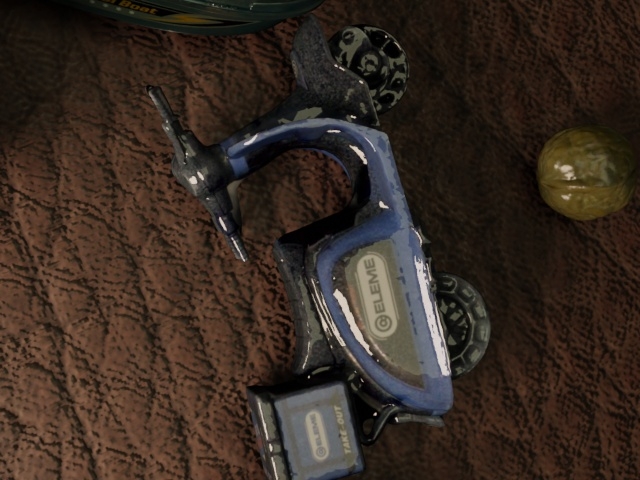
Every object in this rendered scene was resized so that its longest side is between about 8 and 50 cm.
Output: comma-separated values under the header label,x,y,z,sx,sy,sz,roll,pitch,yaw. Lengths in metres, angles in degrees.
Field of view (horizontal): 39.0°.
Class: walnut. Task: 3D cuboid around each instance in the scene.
label,x,y,z,sx,sy,sz,roll,pitch,yaw
walnut,0.234,-0.060,0.795,0.092,0.092,0.092,1,84,-13

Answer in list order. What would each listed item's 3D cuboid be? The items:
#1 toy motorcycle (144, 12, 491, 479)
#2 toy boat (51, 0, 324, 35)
label,x,y,z,sx,sy,sz,roll,pitch,yaw
toy motorcycle,0.000,0.000,0.710,0.213,0.125,0.358,-13,87,-12
toy boat,-0.133,-0.233,0.703,0.296,0.122,0.114,11,59,-15
